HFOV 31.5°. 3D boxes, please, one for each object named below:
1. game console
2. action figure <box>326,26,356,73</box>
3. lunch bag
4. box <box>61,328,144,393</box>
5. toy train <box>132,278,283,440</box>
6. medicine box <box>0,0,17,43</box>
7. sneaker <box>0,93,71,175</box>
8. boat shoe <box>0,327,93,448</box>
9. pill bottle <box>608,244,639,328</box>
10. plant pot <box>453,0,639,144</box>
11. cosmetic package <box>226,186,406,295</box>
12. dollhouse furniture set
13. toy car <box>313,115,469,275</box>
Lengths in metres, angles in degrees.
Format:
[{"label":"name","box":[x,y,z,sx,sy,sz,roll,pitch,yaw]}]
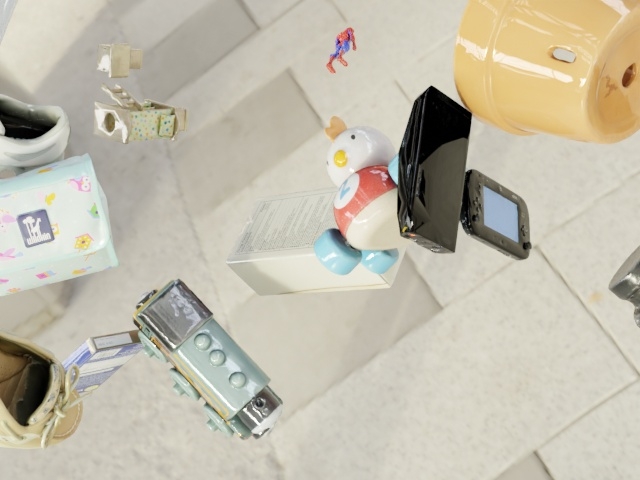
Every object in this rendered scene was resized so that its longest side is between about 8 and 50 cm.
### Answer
[{"label":"game console","box":[0.223,-0.072,1.669,0.044,0.361,0.213,-1,75,37]},{"label":"action figure","box":[0.035,-0.292,1.722,0.038,0.030,0.115,-33,27,33]},{"label":"lunch bag","box":[-0.438,-0.029,1.751,0.223,0.262,0.160,-14,72,-11]},{"label":"box","box":[-0.436,0.238,2.173,0.225,0.136,0.036,-40,68,37]},{"label":"toy train","box":[-0.196,0.210,1.967,0.142,0.334,0.190,-41,-3,-17]},{"label":"medicine box","box":[-0.635,-0.448,2.069,0.289,0.149,0.263,-16,55,63]},{"label":"sneaker","box":[-0.538,-0.166,1.700,0.146,0.331,0.122,-46,57,57]},{"label":"boat shoe","box":[-0.313,0.153,1.161,0.089,0.285,0.104,3,69,21]},{"label":"pill bottle","box":[0.493,0.097,1.487,0.123,0.219,0.123,-50,-3,-4]},{"label":"plant pot","box":[0.361,-0.262,1.599,0.291,0.291,0.203,-47,48,-10]},{"label":"cosmetic package","box":[0.000,0.000,2.006,0.309,0.113,0.160,-6,49,42]},{"label":"dollhouse furniture set","box":[-0.281,-0.256,1.943,0.182,0.160,0.101,-10,22,-44]},{"label":"toy car","box":[0.067,-0.103,1.766,0.219,0.210,0.238,-48,65,26]}]
